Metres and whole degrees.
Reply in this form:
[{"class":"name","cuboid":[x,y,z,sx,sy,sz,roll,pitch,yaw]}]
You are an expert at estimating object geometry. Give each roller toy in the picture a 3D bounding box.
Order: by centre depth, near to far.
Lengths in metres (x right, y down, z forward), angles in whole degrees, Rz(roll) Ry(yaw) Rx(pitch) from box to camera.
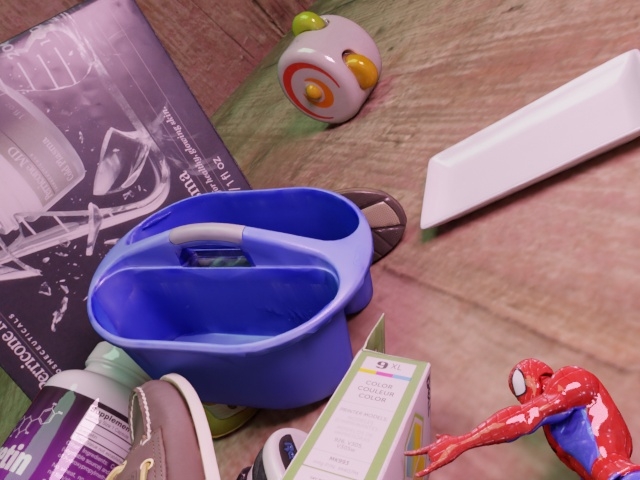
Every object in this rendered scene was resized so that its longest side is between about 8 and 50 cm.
[{"class":"roller toy","cuboid":[0.018,-0.343,1.165,0.146,0.209,0.191,-59,-8,-26]}]

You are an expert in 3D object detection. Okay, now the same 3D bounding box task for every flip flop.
[{"class":"flip flop","cuboid":[0.000,0.000,0.798,0.277,0.112,0.080,-32,13,39]}]

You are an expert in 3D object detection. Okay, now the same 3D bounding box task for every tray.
[{"class":"tray","cuboid":[0.237,-0.103,0.645,0.270,0.030,0.145,-27,30,36]}]

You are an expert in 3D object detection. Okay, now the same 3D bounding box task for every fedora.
[{"class":"fedora","cuboid":[-0.125,0.163,0.758,0.194,0.079,0.194,-37,26,22]}]

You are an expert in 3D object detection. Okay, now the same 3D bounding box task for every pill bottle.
[{"class":"pill bottle","cuboid":[-0.331,0.303,0.751,0.181,0.181,0.323,-20,35,44]}]

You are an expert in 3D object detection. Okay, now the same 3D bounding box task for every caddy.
[{"class":"caddy","cuboid":[-0.099,0.048,0.654,0.341,0.179,0.241,-2,43,22]}]

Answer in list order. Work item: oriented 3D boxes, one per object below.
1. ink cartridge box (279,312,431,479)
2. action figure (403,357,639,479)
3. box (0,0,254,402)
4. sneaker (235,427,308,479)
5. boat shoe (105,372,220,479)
[{"class":"ink cartridge box","cuboid":[0.042,0.157,0.423,0.062,0.109,0.209,6,28,24]},{"class":"action figure","cuboid":[0.149,0.168,0.298,0.139,0.091,0.280,-33,26,6]},{"class":"box","cuboid":[-0.412,-0.076,0.967,0.472,0.480,0.297,-37,19,-17]},{"class":"sneaker","cuboid":[-0.024,0.276,0.455,0.121,0.079,0.217,-57,29,27]},{"class":"boat shoe","cuboid":[-0.132,0.231,0.470,0.324,0.097,0.116,50,136,51]}]
